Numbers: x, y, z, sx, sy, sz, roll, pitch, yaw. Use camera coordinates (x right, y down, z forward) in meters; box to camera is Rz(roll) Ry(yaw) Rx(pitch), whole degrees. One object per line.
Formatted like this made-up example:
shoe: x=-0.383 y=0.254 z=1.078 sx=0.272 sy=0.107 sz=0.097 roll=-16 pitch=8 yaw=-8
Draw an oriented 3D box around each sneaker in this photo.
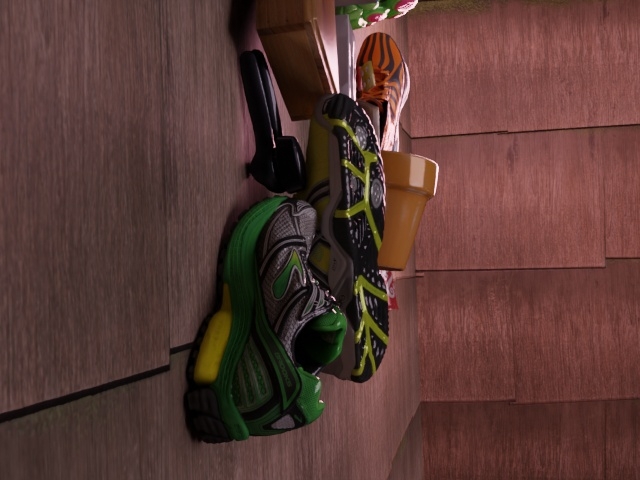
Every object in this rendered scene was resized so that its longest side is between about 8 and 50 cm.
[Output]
sneaker: x=-0.036 y=0.080 z=1.024 sx=0.343 sy=0.146 sz=0.134 roll=-82 pitch=165 yaw=-46
sneaker: x=0.000 y=0.000 z=1.217 sx=0.145 sy=0.147 sz=0.384 roll=-21 pitch=113 yaw=-62
sneaker: x=0.123 y=-0.312 z=1.990 sx=0.180 sy=0.125 sz=0.321 roll=38 pitch=51 yaw=-77
sneaker: x=0.083 y=-0.522 z=1.786 sx=0.483 sy=0.185 sz=0.202 roll=-78 pitch=150 yaw=-73

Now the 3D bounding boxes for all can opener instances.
can opener: x=-0.065 y=-0.147 z=1.158 sx=0.059 sy=0.073 sz=0.186 roll=-33 pitch=110 yaw=-75

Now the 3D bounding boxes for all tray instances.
tray: x=-0.030 y=-0.391 z=1.251 sx=0.203 sy=0.076 sz=0.410 roll=66 pitch=20 yaw=-62

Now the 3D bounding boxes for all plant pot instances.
plant pot: x=0.092 y=-0.046 z=1.597 sx=0.205 sy=0.205 sz=0.187 roll=32 pitch=64 yaw=-77

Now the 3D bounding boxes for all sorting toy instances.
sorting toy: x=0.066 y=-0.204 z=1.745 sx=0.132 sy=0.046 sz=0.274 roll=-138 pitch=-137 yaw=-64

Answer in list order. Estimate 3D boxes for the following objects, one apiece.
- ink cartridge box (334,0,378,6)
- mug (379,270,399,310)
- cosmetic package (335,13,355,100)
ink cartridge box: x=0.034 y=-0.478 z=1.520 sx=0.078 sy=0.134 sz=0.231 roll=76 pitch=17 yaw=-44
mug: x=0.086 y=0.054 z=1.773 sx=0.150 sy=0.113 sz=0.169 roll=23 pitch=63 yaw=-80
cosmetic package: x=0.028 y=-0.272 z=1.650 sx=0.099 sy=0.061 sz=0.239 roll=58 pitch=31 yaw=-76
